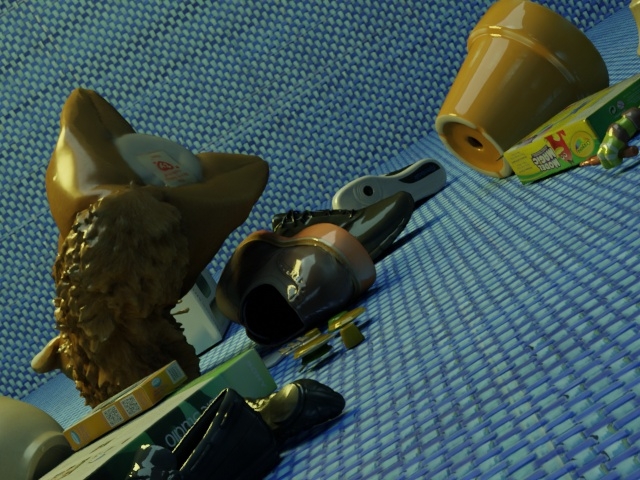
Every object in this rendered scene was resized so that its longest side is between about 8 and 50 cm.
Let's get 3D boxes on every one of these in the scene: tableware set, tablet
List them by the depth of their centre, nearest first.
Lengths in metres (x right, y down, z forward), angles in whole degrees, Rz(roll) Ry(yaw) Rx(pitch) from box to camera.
[{"bbox_3d":[0.012,0.104,1.447,0.104,0.024,0.154,-31,3,-11],"label":"tableware set"},{"bbox_3d":[-0.066,0.146,1.620,0.083,0.006,0.054,-29,6,41],"label":"tablet"}]

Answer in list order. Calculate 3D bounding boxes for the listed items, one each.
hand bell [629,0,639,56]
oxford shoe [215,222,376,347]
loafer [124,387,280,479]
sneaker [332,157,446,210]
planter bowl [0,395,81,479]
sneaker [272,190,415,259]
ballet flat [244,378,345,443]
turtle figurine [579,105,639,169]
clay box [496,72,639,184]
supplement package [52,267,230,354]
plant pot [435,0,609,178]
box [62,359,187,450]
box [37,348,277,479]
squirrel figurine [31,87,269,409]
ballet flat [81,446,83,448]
[{"bbox_3d":[0.517,-0.440,2.244,0.126,0.242,0.126,-32,5,3],"label":"hand bell"},{"bbox_3d":[-0.072,0.068,1.754,0.132,0.130,0.363,-42,8,-26],"label":"oxford shoe"},{"bbox_3d":[-0.124,0.196,1.054,0.223,0.078,0.076,-37,6,-40],"label":"loafer"},{"bbox_3d":[0.095,-0.063,2.223,0.216,0.079,0.121,-19,-7,-29],"label":"sneaker"},{"bbox_3d":[-0.326,0.254,1.490,0.109,0.162,0.162,2,24,31],"label":"planter bowl"},{"bbox_3d":[0.000,0.000,1.924,0.286,0.130,0.109,-32,3,5],"label":"sneaker"},{"bbox_3d":[-0.042,0.160,1.171,0.173,0.049,0.058,-29,49,53],"label":"ballet flat"},{"bbox_3d":[0.377,-0.167,1.346,0.269,0.087,0.217,-34,5,-4],"label":"turtle figurine"},{"bbox_3d":[0.313,-0.132,1.632,0.127,0.053,0.222,-35,4,-22],"label":"clay box"},{"bbox_3d":[-0.281,0.111,2.237,0.198,0.199,0.263,-32,5,4],"label":"supplement package"},{"bbox_3d":[0.263,-0.196,1.884,0.188,0.205,0.205,-51,10,-18],"label":"plant pot"},{"bbox_3d":[-0.215,0.179,1.459,0.136,0.028,0.081,-29,3,26],"label":"box"},{"bbox_3d":[-0.211,0.232,1.350,0.232,0.058,0.322,-30,4,37],"label":"box"},{"bbox_3d":[-0.261,0.071,1.748,0.397,0.281,0.370,-88,19,-58],"label":"squirrel figurine"},{"bbox_3d":[-0.360,0.299,1.676,0.188,0.070,0.070,-35,5,-16],"label":"ballet flat"}]
